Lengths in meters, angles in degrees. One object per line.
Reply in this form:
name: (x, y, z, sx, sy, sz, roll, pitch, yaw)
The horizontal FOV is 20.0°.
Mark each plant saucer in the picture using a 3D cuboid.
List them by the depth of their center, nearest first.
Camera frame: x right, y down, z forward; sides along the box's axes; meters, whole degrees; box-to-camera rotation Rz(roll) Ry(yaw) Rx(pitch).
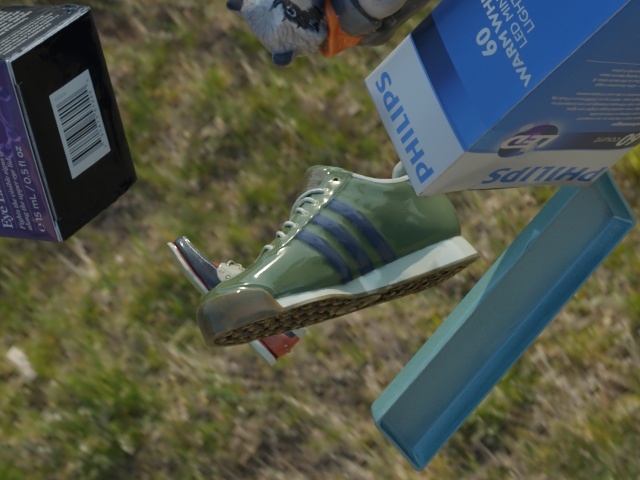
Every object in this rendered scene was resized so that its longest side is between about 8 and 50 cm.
plant saucer: (0.101, 0.041, 1.006, 0.192, 0.067, 0.018, -49, 50, -8)

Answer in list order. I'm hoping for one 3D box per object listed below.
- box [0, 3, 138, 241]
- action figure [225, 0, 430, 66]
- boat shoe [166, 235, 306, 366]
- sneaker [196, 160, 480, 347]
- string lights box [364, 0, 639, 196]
box: (-0.266, -0.093, 1.396, 0.207, 0.153, 0.108, 3, 30, 32)
action figure: (0.086, -0.236, 1.349, 0.330, 0.178, 0.341, -32, 11, 1)
boat shoe: (-0.072, 0.043, 1.508, 0.043, 0.049, 0.137, -44, 83, -6)
sneaker: (0.000, 0.000, 1.066, 0.064, 0.192, 0.086, -39, 70, 55)
string lights box: (0.153, -0.121, 0.869, 0.259, 0.133, 0.077, -43, 62, 42)
